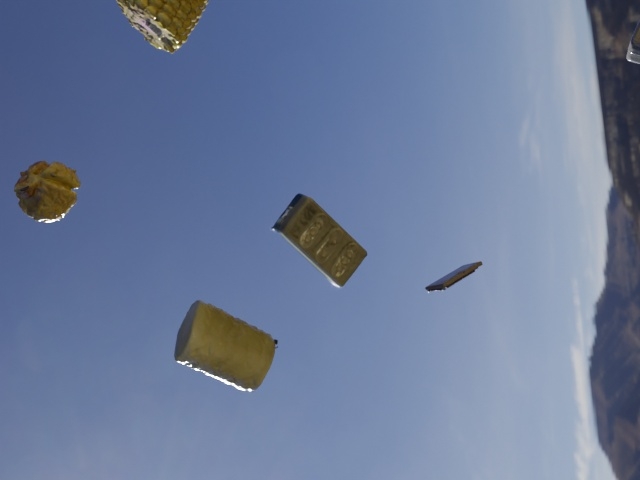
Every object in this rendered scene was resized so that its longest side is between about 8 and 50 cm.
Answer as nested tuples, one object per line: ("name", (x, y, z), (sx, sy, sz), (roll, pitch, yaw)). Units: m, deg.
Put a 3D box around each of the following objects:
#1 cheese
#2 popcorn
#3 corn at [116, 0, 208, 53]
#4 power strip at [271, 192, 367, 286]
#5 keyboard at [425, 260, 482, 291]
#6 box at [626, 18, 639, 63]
("cheese", (-0.170, 0.190, 1.403), (0.167, 0.094, 0.123), (29, -125, -21))
("popcorn", (-0.362, -0.065, 1.014), (0.084, 0.084, 0.084), (-6, -90, -67))
("corn", (-0.104, -0.291, 0.701), (0.248, 0.081, 0.081), (-65, -31, -11))
("power strip", (0.000, 0.000, 0.922), (0.123, 0.032, 0.056), (43, -100, -34))
("keyboard", (0.295, 0.079, 1.705), (0.166, 0.055, 0.017), (-23, -86, -46))
("box", (0.705, -0.350, 1.452), (0.103, 0.243, 0.055), (-58, -23, -28))
